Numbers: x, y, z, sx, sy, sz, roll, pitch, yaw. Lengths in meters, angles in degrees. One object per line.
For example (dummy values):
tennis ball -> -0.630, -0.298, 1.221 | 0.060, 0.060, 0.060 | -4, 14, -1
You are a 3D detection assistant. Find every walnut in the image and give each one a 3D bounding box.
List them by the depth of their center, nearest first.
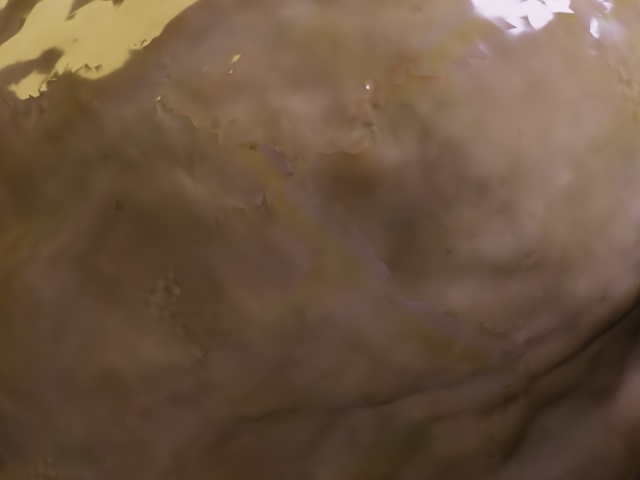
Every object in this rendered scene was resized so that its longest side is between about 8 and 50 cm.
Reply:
walnut -> 0.001, 0.001, 0.631 | 0.277, 0.282, 0.253 | -29, 36, 0
